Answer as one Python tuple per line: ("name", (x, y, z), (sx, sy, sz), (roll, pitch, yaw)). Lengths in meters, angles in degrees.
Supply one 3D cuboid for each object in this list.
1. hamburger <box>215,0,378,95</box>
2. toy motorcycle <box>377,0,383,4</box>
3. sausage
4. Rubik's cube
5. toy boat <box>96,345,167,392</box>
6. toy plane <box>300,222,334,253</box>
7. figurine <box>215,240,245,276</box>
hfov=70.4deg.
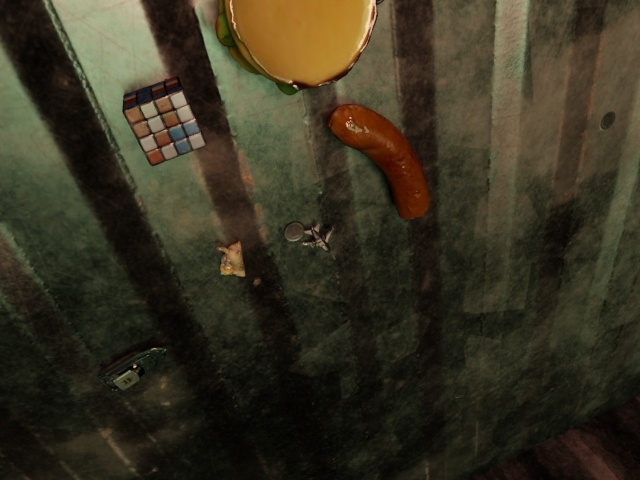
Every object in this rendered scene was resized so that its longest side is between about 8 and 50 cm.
("hamburger", (-0.046, -0.333, 0.651), (0.236, 0.149, 0.237), (-10, 115, -22))
("toy motorcycle", (0.137, -0.469, 0.690), (0.224, 0.073, 0.152), (-26, 124, -5))
("sausage", (0.129, -0.157, 0.876), (0.103, 0.076, 0.302), (-42, 127, 5))
("Rubik's cube", (-0.238, -0.184, 0.695), (0.092, 0.092, 0.092), (-24, 127, -9))
("toy boat", (-0.381, 0.259, 0.933), (0.141, 0.060, 0.055), (-29, 125, -7))
("toy plane", (0.000, 0.000, 0.949), (0.078, 0.031, 0.083), (-26, 126, 13))
("figurine", (-0.177, 0.040, 0.895), (0.050, 0.047, 0.083), (-4, 130, -3))
